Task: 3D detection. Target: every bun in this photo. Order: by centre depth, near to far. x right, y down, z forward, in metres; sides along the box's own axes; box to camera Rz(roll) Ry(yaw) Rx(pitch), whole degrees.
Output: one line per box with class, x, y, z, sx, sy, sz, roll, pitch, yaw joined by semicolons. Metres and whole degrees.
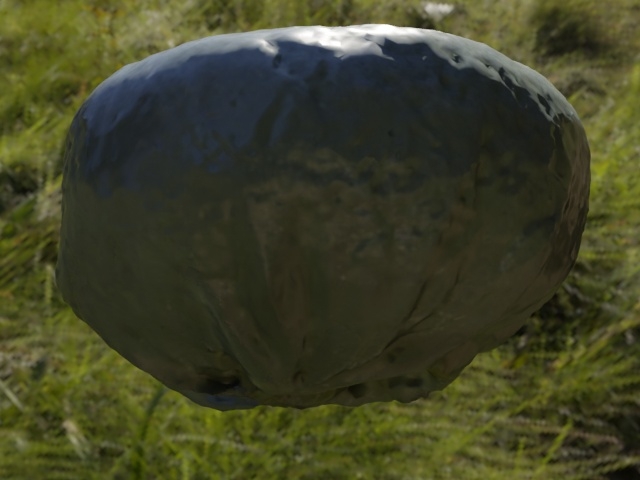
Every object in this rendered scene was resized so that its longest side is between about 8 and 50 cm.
bun;0.000;0.000;0.742;0.362;0.211;0.362;-1;-16;0
